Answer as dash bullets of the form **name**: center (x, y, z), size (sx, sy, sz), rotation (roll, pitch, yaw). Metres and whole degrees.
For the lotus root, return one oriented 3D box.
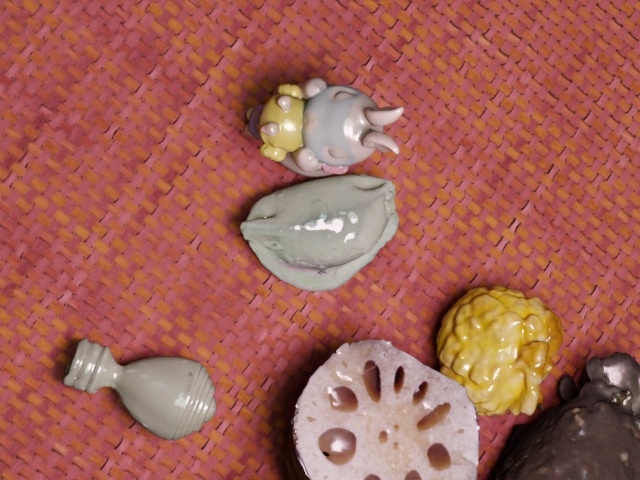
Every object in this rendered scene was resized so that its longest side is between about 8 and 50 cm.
- **lotus root**: center (0.065, 0.271, 1.823), size (0.272, 0.192, 0.272), rotation (5, 71, -14)

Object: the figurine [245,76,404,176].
- **figurine**: center (0.005, -0.143, 1.762), size (0.155, 0.235, 0.127), rotation (20, 86, -16)

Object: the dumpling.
- **dumpling**: center (0.003, -0.004, 1.834), size (0.216, 0.105, 0.149), rotation (-10, 94, -16)

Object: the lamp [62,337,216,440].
- **lamp**: center (-0.220, 0.179, 1.782), size (0.193, 0.106, 0.106), rotation (23, 85, -7)

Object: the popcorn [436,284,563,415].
- **popcorn**: center (0.234, 0.148, 1.876), size (0.170, 0.180, 0.180), rotation (34, 82, -10)

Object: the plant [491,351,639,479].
- **plant**: center (0.347, 0.297, 1.907), size (0.199, 0.188, 0.276), rotation (47, 60, -7)
